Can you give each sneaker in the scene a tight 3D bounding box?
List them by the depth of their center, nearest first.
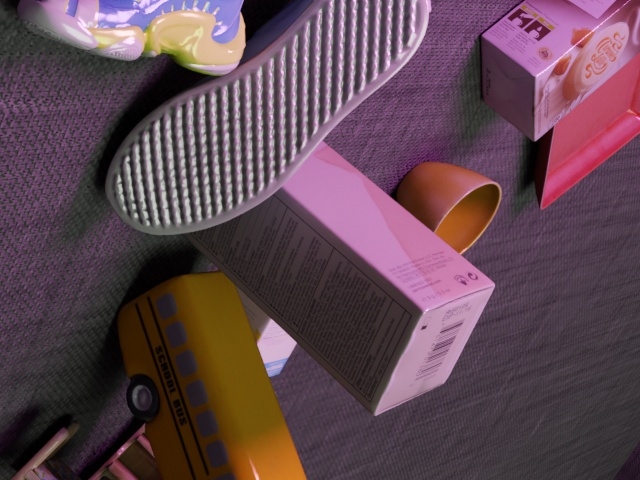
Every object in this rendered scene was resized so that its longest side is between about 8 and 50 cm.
[{"bbox_3d":[-0.148,-0.214,1.138,0.240,0.091,0.126,1,108,-56],"label":"sneaker"},{"bbox_3d":[-0.044,-0.136,1.318,0.366,0.135,0.150,-33,-170,12],"label":"sneaker"}]

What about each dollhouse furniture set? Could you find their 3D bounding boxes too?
[{"bbox_3d":[-0.211,0.285,1.559,0.161,0.212,0.242,-45,180,-2],"label":"dollhouse furniture set"}]

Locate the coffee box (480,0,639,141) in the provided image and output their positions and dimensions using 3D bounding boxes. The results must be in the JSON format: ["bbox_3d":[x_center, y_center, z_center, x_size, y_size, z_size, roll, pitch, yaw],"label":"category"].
[{"bbox_3d":[0.324,-0.263,1.730,0.246,0.098,0.141,-40,153,-15],"label":"coffee box"}]

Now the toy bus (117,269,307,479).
[{"bbox_3d":[-0.111,0.210,1.473,0.130,0.333,0.108,-29,166,33],"label":"toy bus"}]

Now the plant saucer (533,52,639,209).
[{"bbox_3d":[0.407,-0.200,1.995,0.258,0.047,0.259,-37,152,-21],"label":"plant saucer"}]

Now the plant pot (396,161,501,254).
[{"bbox_3d":[0.155,-0.049,1.768,0.134,0.095,0.134,-36,152,-23],"label":"plant pot"}]

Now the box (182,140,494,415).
[{"bbox_3d":[0.010,0.017,1.402,0.121,0.311,0.148,-17,141,-45],"label":"box"}]

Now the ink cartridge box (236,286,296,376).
[{"bbox_3d":[-0.072,0.083,1.611,0.090,0.092,0.143,-5,132,-54],"label":"ink cartridge box"}]
